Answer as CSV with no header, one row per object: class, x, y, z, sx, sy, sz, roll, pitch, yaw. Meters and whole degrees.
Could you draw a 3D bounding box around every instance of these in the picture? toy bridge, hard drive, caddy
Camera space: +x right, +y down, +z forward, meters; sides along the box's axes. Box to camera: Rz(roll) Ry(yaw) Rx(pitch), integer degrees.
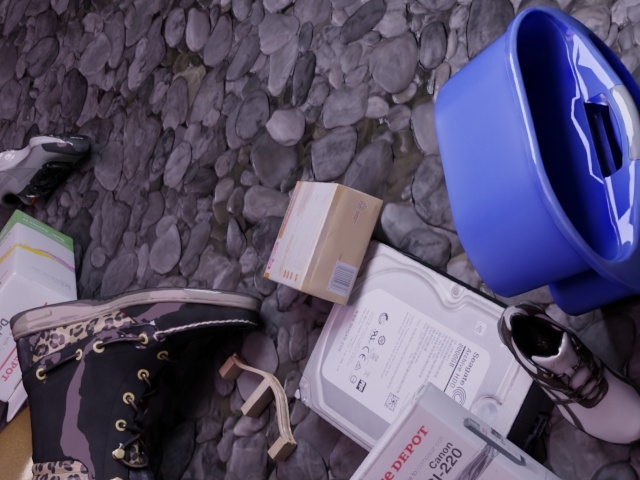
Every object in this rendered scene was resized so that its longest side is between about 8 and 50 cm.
toy bridge,-0.081,0.215,1.757,0.063,0.026,0.188,-52,45,15
hard drive,0.126,0.158,1.538,0.339,0.064,0.237,30,98,46
caddy,0.267,-0.085,1.355,0.179,0.241,0.341,-34,53,41

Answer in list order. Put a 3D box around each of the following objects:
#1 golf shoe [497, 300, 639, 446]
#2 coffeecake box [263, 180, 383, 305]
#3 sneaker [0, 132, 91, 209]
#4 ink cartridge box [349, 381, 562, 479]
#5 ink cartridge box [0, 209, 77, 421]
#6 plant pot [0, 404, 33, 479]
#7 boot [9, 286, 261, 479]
golf shoe,0.261,0.143,1.336,0.198,0.094,0.077,40,93,14
coffeecake box,0.000,0.000,1.670,0.142,0.068,0.185,-70,17,-2
sneaker,-0.491,-0.126,2.274,0.271,0.100,0.108,-18,77,45
ink cartridge box,0.149,0.279,1.361,0.218,0.092,0.158,37,104,8
ink cartridge box,-0.495,0.114,2.059,0.207,0.119,0.353,-54,23,11
plant pot,-0.421,0.359,1.931,0.237,0.237,0.254,8,67,47
boot,-0.256,0.217,1.793,0.377,0.138,0.284,-7,77,12
